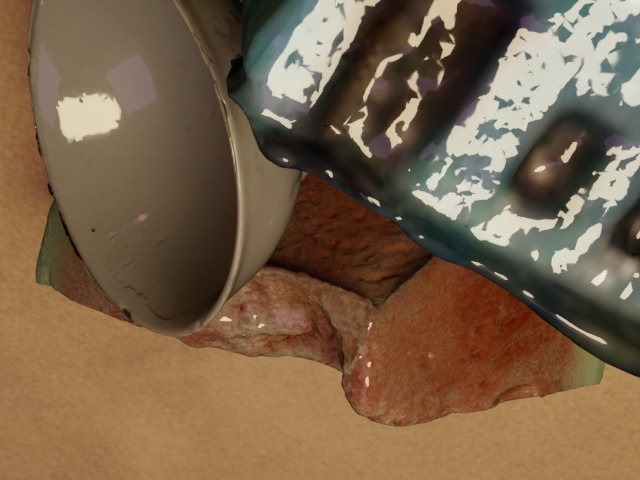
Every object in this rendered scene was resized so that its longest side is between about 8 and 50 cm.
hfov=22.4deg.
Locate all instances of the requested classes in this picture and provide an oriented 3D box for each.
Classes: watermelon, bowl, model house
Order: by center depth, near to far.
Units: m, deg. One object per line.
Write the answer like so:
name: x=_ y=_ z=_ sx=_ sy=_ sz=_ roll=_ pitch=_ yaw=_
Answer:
model house: x=0.131 y=-0.143 z=0.657 sx=0.237 sy=0.215 sz=0.303 roll=30 pitch=109 yaw=-14
bowl: x=-0.058 y=-0.055 z=0.759 sx=0.189 sy=0.086 sz=0.189 roll=28 pitch=126 yaw=47
watermelon: x=0.000 y=0.000 z=0.852 sx=0.318 sy=0.226 sz=0.148 roll=9 pitch=111 yaw=6
